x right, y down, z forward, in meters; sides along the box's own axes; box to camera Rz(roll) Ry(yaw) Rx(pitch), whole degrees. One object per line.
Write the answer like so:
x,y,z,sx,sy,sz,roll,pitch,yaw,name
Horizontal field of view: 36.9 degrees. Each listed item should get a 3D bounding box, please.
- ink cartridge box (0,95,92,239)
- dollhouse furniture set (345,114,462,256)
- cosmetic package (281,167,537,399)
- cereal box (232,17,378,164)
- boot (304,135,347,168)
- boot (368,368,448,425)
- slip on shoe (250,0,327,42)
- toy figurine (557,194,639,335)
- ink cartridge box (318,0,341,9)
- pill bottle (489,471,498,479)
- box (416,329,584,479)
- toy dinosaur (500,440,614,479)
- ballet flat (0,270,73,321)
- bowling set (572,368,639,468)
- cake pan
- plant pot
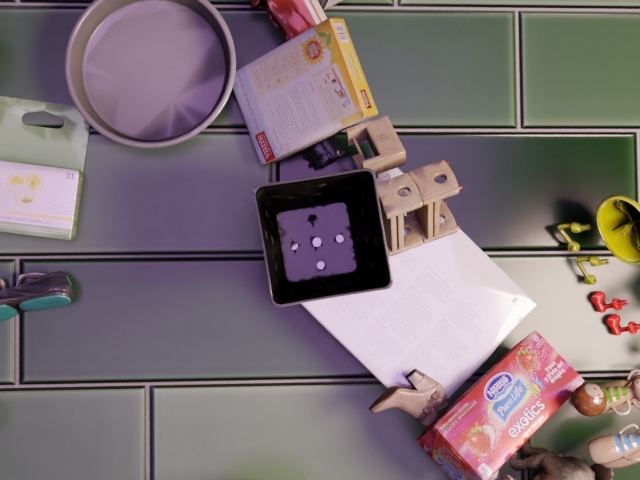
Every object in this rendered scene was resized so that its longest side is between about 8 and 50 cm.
-0.493,-0.126,1.647,0.171,0.056,0.235,7,89,-3,ink cartridge box
0.137,-0.099,1.585,0.129,0.129,0.183,-19,59,-6,dollhouse furniture set
0.138,0.082,1.664,0.377,0.097,0.284,45,87,-1,cosmetic package
-0.034,-0.247,1.619,0.240,0.047,0.173,-20,89,38,cereal box
0.014,-0.191,1.692,0.121,0.045,0.099,-31,88,2,boot
0.151,0.273,1.593,0.118,0.042,0.087,-39,99,3,boot
-0.085,-0.446,1.663,0.101,0.123,0.331,-30,95,-1,slip on shoe
0.616,0.054,1.707,0.217,0.191,0.362,-32,93,-33,toy figurine
0.057,-0.608,1.670,0.272,0.130,0.309,-27,90,-7,ink cartridge box
0.267,0.450,1.667,0.078,0.078,0.137,10,87,-4,pill bottle
0.299,0.286,1.612,0.257,0.128,0.122,-39,79,-21,box
0.400,0.400,1.616,0.160,0.313,0.121,-2,74,33,toy dinosaur
-0.520,0.095,1.634,0.203,0.074,0.074,-14,89,1,ballet flat
0.507,0.299,1.549,0.154,0.200,0.287,-19,47,19,bowling set
-0.290,-0.300,1.659,0.293,0.054,0.293,0,86,0,cake pan
0.000,0.000,1.529,0.188,0.167,0.188,-9,87,-3,plant pot
